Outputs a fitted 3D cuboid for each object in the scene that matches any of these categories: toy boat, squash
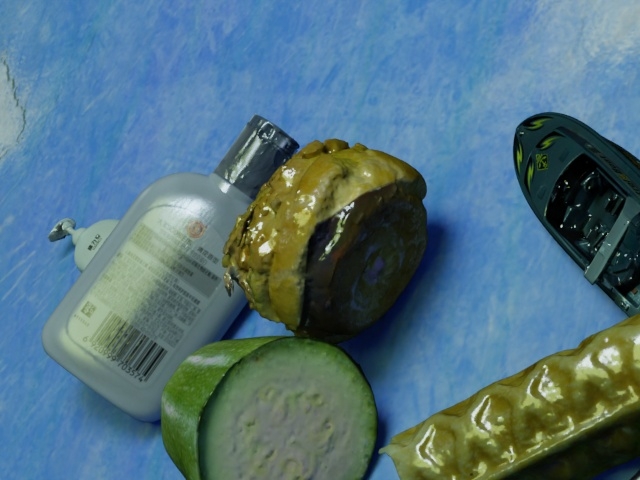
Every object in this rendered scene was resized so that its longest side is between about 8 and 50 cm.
[{"bbox_3d":[0.219,-0.028,1.378,0.093,0.103,0.246,-62,39,22],"label":"toy boat"},{"bbox_3d":[-0.053,0.153,1.426,0.123,0.170,0.170,11,70,53],"label":"squash"}]

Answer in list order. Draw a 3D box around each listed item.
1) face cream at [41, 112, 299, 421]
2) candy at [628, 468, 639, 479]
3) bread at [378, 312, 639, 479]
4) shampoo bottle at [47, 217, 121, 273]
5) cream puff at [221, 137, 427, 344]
[{"bbox_3d":[-0.124,0.015,1.583,0.144,0.071,0.291,33,87,7],"label":"face cream"},{"bbox_3d":[0.302,0.219,1.210,0.226,0.051,0.094,21,67,39],"label":"candy"},{"bbox_3d":[0.180,0.138,1.305,0.269,0.087,0.098,-29,77,18],"label":"bread"},{"bbox_3d":[-0.205,0.011,1.683,0.152,0.045,0.077,30,84,43],"label":"shampoo bottle"},{"bbox_3d":[0.000,0.000,1.453,0.129,0.189,0.189,27,81,33],"label":"cream puff"}]
